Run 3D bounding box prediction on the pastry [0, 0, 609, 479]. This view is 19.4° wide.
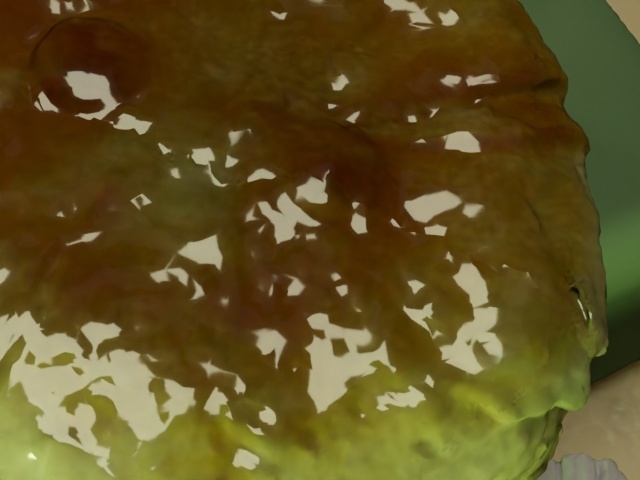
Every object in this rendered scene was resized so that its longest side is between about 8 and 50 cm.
[{"bbox_3d":[-0.051,-0.013,0.689,0.330,0.136,0.329,5,57,-8],"label":"pastry"}]

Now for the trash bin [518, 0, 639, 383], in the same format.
[{"bbox_3d":[0.000,0.000,0.867,0.343,0.158,0.223,-21,62,-21],"label":"trash bin"}]

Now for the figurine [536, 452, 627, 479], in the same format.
[{"bbox_3d":[0.082,0.192,0.776,0.240,0.115,0.174,-7,60,-20],"label":"figurine"}]
